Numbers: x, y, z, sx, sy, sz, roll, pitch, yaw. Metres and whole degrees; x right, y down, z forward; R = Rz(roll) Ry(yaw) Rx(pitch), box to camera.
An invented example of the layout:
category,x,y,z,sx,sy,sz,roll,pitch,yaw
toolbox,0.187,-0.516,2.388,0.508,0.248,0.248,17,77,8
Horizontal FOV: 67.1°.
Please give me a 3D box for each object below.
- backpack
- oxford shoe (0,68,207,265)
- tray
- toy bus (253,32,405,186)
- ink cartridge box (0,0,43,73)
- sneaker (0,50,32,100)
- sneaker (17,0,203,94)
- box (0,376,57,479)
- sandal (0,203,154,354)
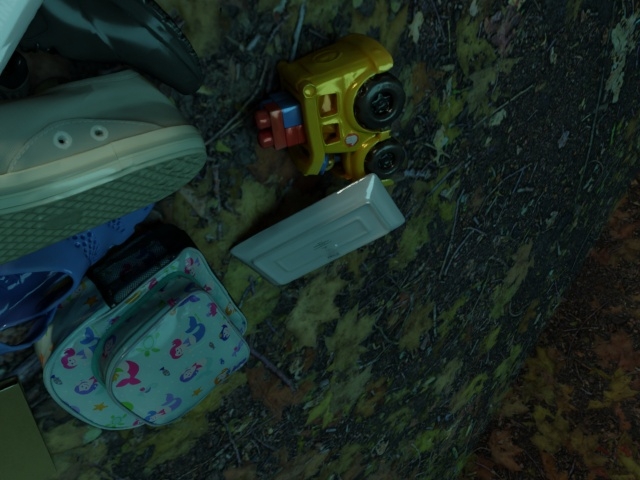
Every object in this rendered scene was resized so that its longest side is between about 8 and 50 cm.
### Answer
category,x,y,z,sx,sy,sz,roll,pitch,yaw
backpack,-0.239,0.134,0.662,0.253,0.191,0.225,-35,135,-14
oxford shoe,-0.308,-0.049,0.404,0.449,0.130,0.169,-30,177,-40
tray,0.000,0.000,0.799,0.270,0.030,0.145,-27,141,15
toy bus,0.006,-0.169,0.726,0.211,0.149,0.220,-22,132,-14
ink cartridge box,-0.327,-0.292,0.252,0.385,0.091,0.308,30,93,-41
sneaker,-0.342,-0.147,0.438,0.170,0.063,0.075,-32,152,-57
sneaker,-0.251,-0.231,0.488,0.286,0.109,0.130,34,97,-38
box,-0.475,0.296,0.661,0.164,0.021,0.201,-21,127,-32
sandal,-0.300,0.014,0.560,0.317,0.138,0.126,-48,135,-10
